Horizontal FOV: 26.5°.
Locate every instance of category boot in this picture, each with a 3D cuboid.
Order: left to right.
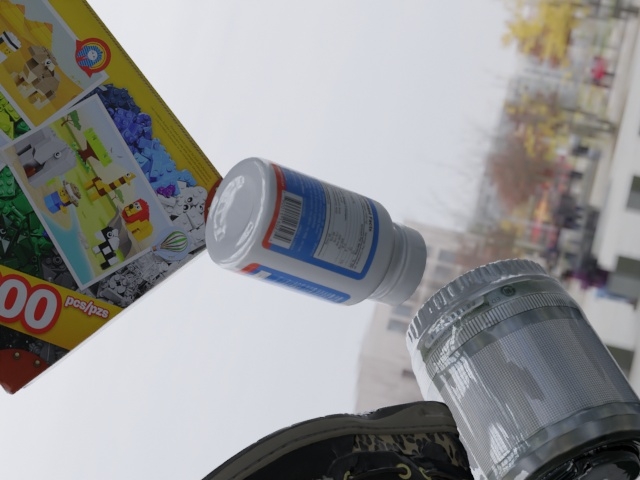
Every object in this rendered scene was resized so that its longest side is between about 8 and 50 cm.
[{"bbox_3d":[0.053,0.306,1.240,0.377,0.284,0.138,-4,-34,-50],"label":"boot"}]

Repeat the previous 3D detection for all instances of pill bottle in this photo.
[{"bbox_3d":[0.000,0.000,1.447,0.124,0.221,0.124,-32,48,44],"label":"pill bottle"}]

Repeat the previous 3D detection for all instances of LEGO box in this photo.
[{"bbox_3d":[-0.386,-0.113,1.733,0.372,0.500,0.193,-38,0,-6],"label":"LEGO box"}]

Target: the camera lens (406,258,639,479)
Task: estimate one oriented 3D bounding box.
[{"bbox_3d":[0.246,0.187,1.604,0.219,0.219,0.274,91,156,-53],"label":"camera lens"}]
